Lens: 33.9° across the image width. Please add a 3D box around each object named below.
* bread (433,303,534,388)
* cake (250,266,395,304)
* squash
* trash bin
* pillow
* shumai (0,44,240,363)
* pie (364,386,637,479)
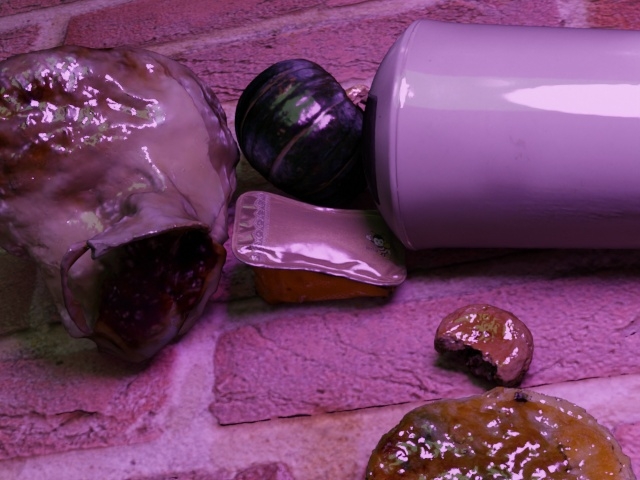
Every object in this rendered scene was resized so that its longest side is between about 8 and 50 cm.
[{"bbox_3d":[0.190,0.117,1.180,0.113,0.060,0.082,31,65,36],"label":"bread"},{"bbox_3d":[-0.001,0.021,1.307,0.184,0.116,0.080,-5,45,22],"label":"cake"},{"bbox_3d":[-0.014,-0.142,1.393,0.218,0.218,0.173,27,96,37],"label":"squash"},{"bbox_3d":[0.261,-0.119,1.229,0.431,0.280,0.280,3,50,18],"label":"trash bin"},{"bbox_3d":[0.000,0.000,1.279,0.217,0.033,0.130,11,45,-8],"label":"pillow"},{"bbox_3d":[-0.262,-0.022,1.328,0.395,0.395,0.348,-21,67,0],"label":"shumai"},{"bbox_3d":[0.179,0.257,1.041,0.276,0.079,0.277,-9,48,11],"label":"pie"}]
